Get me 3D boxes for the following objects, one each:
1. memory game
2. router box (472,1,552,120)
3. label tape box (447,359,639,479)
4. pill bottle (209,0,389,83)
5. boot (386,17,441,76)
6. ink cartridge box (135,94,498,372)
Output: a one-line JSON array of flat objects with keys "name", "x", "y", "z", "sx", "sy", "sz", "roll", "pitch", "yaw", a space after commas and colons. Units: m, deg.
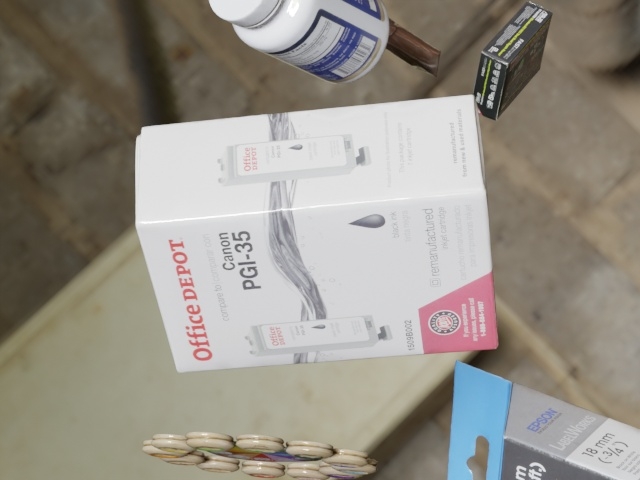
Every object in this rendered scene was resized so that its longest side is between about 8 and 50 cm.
[{"name": "memory game", "x": -0.048, "y": 0.170, "z": 1.478, "sx": 0.186, "sy": 0.012, "sz": 0.186, "roll": 4, "pitch": 166, "yaw": 1}, {"name": "router box", "x": 0.228, "y": -0.214, "z": 2.259, "sx": 0.038, "sy": 0.122, "sz": 0.092, "roll": 27, "pitch": 139, "yaw": 17}, {"name": "label tape box", "x": 0.243, "y": 0.290, "z": 1.860, "sx": 0.334, "sy": 0.106, "sz": 0.240, "roll": 19, "pitch": 122, "yaw": 30}, {"name": "pill bottle", "x": -0.021, "y": -0.205, "z": 1.687, "sx": 0.094, "sy": 0.094, "sz": 0.169, "roll": 35, "pitch": -170, "yaw": 37}, {"name": "boot", "x": 0.082, "y": -0.212, "z": 1.923, "sx": 0.114, "sy": 0.037, "sz": 0.106, "roll": 35, "pitch": 172, "yaw": -3}, {"name": "ink cartridge box", "x": 0.000, "y": 0.000, "z": 1.580, "sx": 0.207, "sy": 0.283, "sz": 0.117, "roll": 80, "pitch": -173, "yaw": -48}]
